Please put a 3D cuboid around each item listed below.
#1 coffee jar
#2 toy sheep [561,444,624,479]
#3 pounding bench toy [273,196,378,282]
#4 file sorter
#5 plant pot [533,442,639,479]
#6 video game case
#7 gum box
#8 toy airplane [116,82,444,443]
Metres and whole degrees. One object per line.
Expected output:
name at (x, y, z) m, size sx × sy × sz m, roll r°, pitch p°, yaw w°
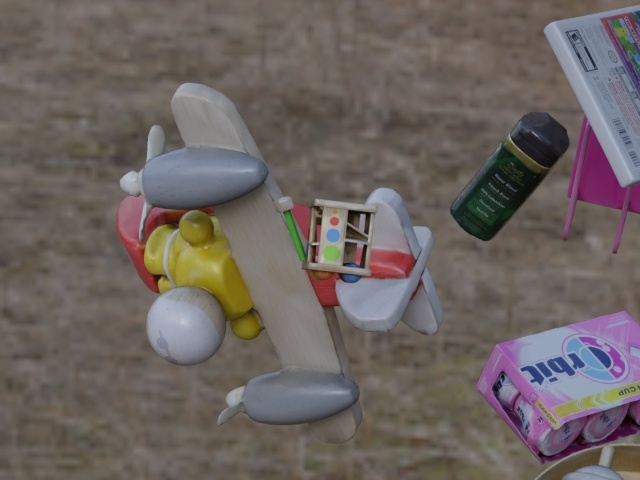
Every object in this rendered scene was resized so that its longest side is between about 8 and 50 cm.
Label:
coffee jar at (0.262, -0.090, 2.538) m, size 0.079 × 0.184 × 0.096 m, roll 40°, pitch 30°, yaw 4°
toy sheep at (0.237, 0.241, 1.599) m, size 0.091 × 0.132 × 0.091 m, roll 17°, pitch -22°, yaw 7°
pounding bench toy at (0.000, 0.000, 1.525) m, size 0.083 × 0.065 × 0.052 m, roll 7°, pitch -2°, yaw -7°
file sorter at (0.458, -0.078, 2.297) m, size 0.291 × 0.202 × 0.182 m, roll 13°, pitch 30°, yaw 8°
plant pot at (0.274, 0.299, 1.647) m, size 0.236 × 0.236 × 0.032 m, roll 3°, pitch -18°, yaw 3°
video game case at (0.356, -0.167, 2.088) m, size 0.183 × 0.201 × 0.023 m, roll -16°, pitch -14°, yaw -42°
gum box at (0.251, 0.140, 1.784) m, size 0.188 × 0.062 × 0.107 m, roll -12°, pitch 47°, yaw -36°
toy airplane at (-0.064, 0.045, 2.007) m, size 0.272 × 0.386 × 0.384 m, roll -43°, pitch -4°, yaw -28°
